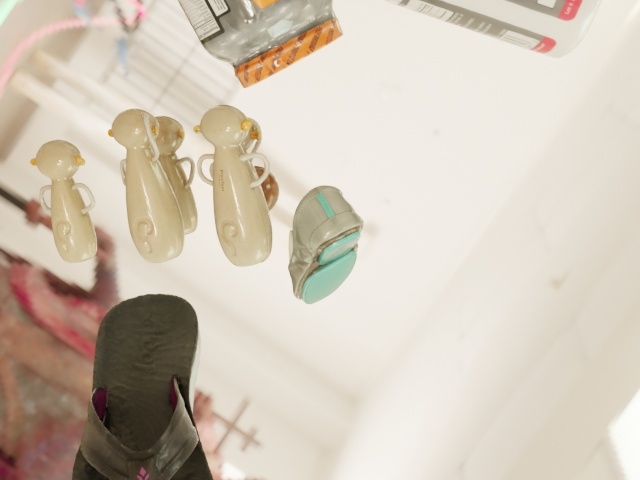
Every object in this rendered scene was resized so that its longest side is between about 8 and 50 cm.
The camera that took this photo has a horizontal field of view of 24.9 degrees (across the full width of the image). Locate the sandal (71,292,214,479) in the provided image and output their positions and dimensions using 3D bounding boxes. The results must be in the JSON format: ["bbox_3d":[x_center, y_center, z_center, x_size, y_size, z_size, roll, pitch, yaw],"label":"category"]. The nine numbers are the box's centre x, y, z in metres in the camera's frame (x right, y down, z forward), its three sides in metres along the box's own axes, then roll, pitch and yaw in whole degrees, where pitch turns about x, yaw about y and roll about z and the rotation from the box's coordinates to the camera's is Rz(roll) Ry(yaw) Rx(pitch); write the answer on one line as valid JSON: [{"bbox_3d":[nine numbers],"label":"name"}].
[{"bbox_3d":[-0.214,0.209,1.681,0.446,0.167,0.107,-101,-178,-48],"label":"sandal"}]

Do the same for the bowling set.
[{"bbox_3d":[-0.133,-0.075,1.458,0.200,0.287,0.154,-34,119,-55],"label":"bowling set"}]

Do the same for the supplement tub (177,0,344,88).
[{"bbox_3d":[-0.108,-0.369,1.865,0.193,0.316,0.193,-28,-171,5],"label":"supplement tub"}]

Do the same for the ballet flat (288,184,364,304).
[{"bbox_3d":[0.000,0.000,1.401,0.072,0.068,0.213,-28,167,-14],"label":"ballet flat"}]

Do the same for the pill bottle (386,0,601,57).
[{"bbox_3d":[0.165,-0.341,1.684,0.176,0.318,0.176,-163,-90,-81],"label":"pill bottle"}]
